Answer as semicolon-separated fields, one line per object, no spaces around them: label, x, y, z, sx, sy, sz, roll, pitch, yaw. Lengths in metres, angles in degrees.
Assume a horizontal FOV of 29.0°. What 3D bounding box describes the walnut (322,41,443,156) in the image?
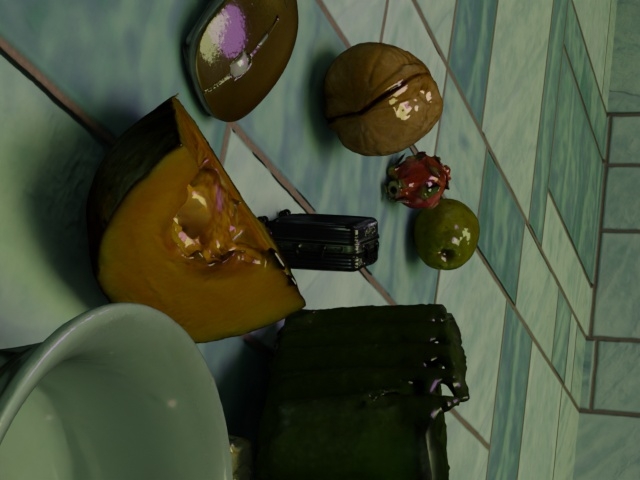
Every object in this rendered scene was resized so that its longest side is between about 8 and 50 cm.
walnut;0.072;-0.177;1.541;0.180;0.144;0.144;-30;119;-61

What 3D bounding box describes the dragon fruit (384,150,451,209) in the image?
dragon fruit;0.139;-0.083;1.788;0.116;0.086;0.081;-39;166;-53

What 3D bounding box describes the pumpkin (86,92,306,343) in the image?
pumpkin;-0.141;-0.026;1.083;0.169;0.148;0.312;57;-2;31

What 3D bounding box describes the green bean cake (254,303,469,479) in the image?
green bean cake;0.054;0.256;1.344;0.335;0.218;0.319;-76;163;-67

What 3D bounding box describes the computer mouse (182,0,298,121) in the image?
computer mouse;-0.071;-0.228;1.288;0.245;0.056;0.126;-65;148;-42

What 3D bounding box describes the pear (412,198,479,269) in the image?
pear;0.192;-0.011;1.896;0.131;0.107;0.107;-74;156;-52

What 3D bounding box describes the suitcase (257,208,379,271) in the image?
suitcase;0.000;0.000;1.380;0.086;0.126;0.059;-22;113;-66

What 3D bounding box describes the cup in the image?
cup;-0.205;0.211;0.837;0.347;0.163;0.347;2;90;-69

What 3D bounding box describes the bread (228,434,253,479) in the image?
bread;-0.106;0.230;1.209;0.077;0.070;0.083;11;84;-67
